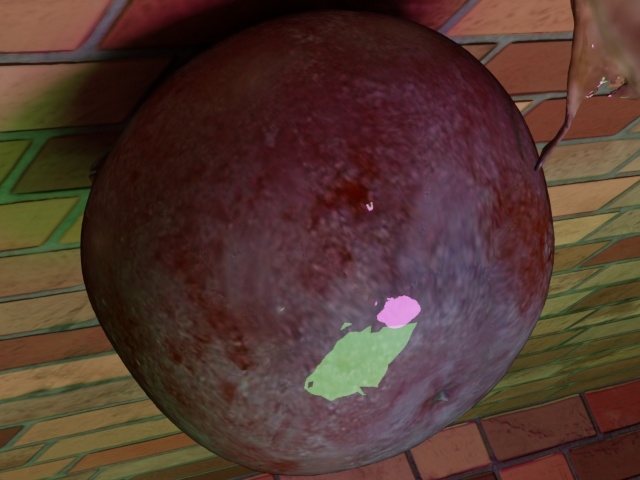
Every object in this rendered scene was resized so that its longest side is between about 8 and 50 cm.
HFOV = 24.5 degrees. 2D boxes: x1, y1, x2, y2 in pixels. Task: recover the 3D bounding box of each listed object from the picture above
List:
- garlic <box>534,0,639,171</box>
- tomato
[{"bbox_3d":[0.252,-0.188,0.846,0.338,0.196,0.151,-20,151,24],"label":"garlic"},{"bbox_3d":[0.000,0.000,0.978,0.317,0.282,0.316,-29,149,-20],"label":"tomato"}]
